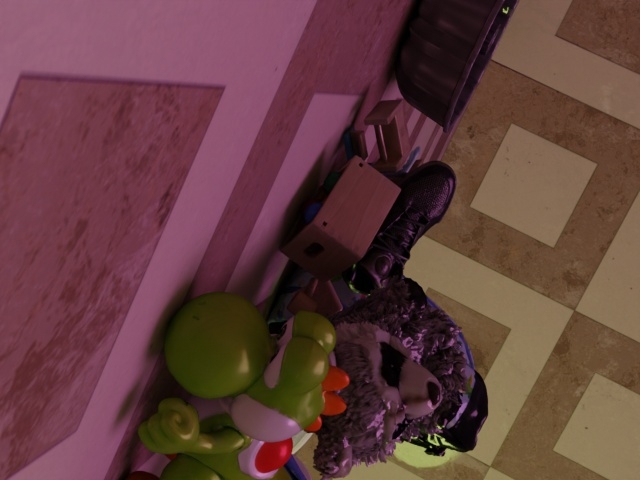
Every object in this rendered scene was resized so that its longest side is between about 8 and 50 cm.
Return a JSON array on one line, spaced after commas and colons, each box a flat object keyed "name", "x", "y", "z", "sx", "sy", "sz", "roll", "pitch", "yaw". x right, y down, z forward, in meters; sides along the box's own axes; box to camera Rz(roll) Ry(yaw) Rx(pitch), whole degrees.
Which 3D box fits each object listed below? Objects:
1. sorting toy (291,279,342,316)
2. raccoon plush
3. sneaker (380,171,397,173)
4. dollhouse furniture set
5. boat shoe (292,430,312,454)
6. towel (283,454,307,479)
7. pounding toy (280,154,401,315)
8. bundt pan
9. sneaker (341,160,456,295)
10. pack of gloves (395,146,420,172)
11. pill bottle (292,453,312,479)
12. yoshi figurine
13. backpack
[{"name": "sorting toy", "x": 0.001, "y": 0.102, "z": 1.478, "sx": 0.062, "sy": 0.083, "sz": 0.012, "roll": -27, "pitch": 169, "yaw": 7}, {"name": "raccoon plush", "x": -0.015, "y": 0.215, "z": 1.300, "sx": 0.446, "sy": 0.216, "sz": 0.299, "roll": -30, "pitch": 172, "yaw": 38}, {"name": "sneaker", "x": 0.078, "y": -0.022, "z": 1.933, "sx": 0.267, "sy": 0.101, "sz": 0.106, "roll": -62, "pitch": 150, "yaw": 0}, {"name": "dollhouse furniture set", "x": 0.076, "y": -0.123, "z": 1.522, "sx": 0.129, "sy": 0.129, "sz": 0.184, "roll": -54, "pitch": 138, "yaw": -53}, {"name": "boat shoe", "x": -0.043, "y": 0.339, "z": 2.264, "sx": 0.320, "sy": 0.103, "sz": 0.118, "roll": -60, "pitch": -149, "yaw": 3}, {"name": "towel", "x": -0.061, "y": 0.304, "z": 1.354, "sx": 0.034, "sy": 0.209, "sz": 0.285, "roll": -33, "pitch": -169, "yaw": -12}, {"name": "pounding toy", "x": -0.006, "y": 0.007, "z": 1.395, "sx": 0.206, "sy": 0.094, "sz": 0.181, "roll": -59, "pitch": -170, "yaw": -28}, {"name": "bundt pan", "x": 0.221, "y": -0.345, "z": 1.590, "sx": 0.331, "sy": 0.124, "sz": 0.331, "roll": -60, "pitch": 171, "yaw": -16}, {"name": "sneaker", "x": 0.114, "y": -0.007, "z": 1.416, "sx": 0.227, "sy": 0.087, "sz": 0.130, "roll": -46, "pitch": -162, "yaw": 17}, {"name": "pack of gloves", "x": 0.127, "y": -0.102, "z": 2.156, "sx": 0.232, "sy": 0.046, "sz": 0.195, "roll": -55, "pitch": -179, "yaw": -31}, {"name": "pill bottle", "x": -0.123, "y": 0.533, "z": 1.861, "sx": 0.229, "sy": 0.229, "sz": 0.408, "roll": -58, "pitch": 171, "yaw": -32}, {"name": "yoshi figurine", "x": -0.121, "y": 0.170, "z": 1.090, "sx": 0.203, "sy": 0.204, "sz": 0.362, "roll": -1, "pitch": 145, "yaw": -35}, {"name": "backpack", "x": 0.081, "y": 0.168, "z": 1.629, "sx": 0.290, "sy": 0.355, "sz": 0.273, "roll": 4, "pitch": -109, "yaw": 63}]
